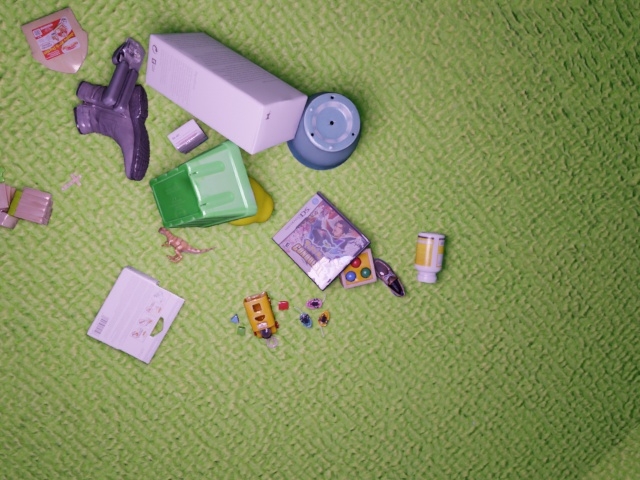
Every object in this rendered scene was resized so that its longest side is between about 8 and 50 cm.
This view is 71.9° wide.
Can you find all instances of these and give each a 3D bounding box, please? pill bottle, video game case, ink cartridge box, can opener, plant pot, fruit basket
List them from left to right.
[{"bbox_3d":[-0.652,-0.540,1.447,0.095,0.076,0.284,-6,63,29],"label":"can opener"},{"bbox_3d":[-0.655,0.265,1.585,0.238,0.060,0.275,30,91,-10],"label":"ink cartridge box"},{"bbox_3d":[-0.446,-0.350,1.486,0.104,0.180,0.060,-35,99,-3],"label":"ink cartridge box"},{"bbox_3d":[-0.322,-0.165,1.476,0.391,0.392,0.283,-17,98,-5],"label":"fruit basket"},{"bbox_3d":[0.000,0.000,1.604,0.248,0.035,0.275,-45,77,-1],"label":"video game case"},{"bbox_3d":[0.020,-0.382,1.506,0.271,0.255,0.272,-1,97,-7],"label":"plant pot"},{"bbox_3d":[0.414,0.063,1.680,0.103,0.103,0.185,5,95,-8],"label":"pill bottle"}]

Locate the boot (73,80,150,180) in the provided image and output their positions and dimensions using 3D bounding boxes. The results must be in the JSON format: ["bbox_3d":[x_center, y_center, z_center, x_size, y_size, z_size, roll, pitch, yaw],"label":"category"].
[{"bbox_3d":[-0.707,-0.365,1.495,0.222,0.118,0.339,-2,84,-4],"label":"boot"}]

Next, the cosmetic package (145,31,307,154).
[{"bbox_3d":[-0.295,-0.471,1.372,0.453,0.230,0.162,35,128,15],"label":"cosmetic package"}]

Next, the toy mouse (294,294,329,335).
[{"bbox_3d":[-0.036,0.272,1.679,0.142,0.031,0.161,15,94,-9],"label":"toy mouse"}]

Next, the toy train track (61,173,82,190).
[{"bbox_3d":[-0.867,-0.201,1.531,0.083,0.014,0.048,-37,99,-2],"label":"toy train track"}]

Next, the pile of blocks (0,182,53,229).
[{"bbox_3d":[-1.079,-0.099,1.475,0.361,0.112,0.149,-8,83,-13],"label":"pile of blocks"}]

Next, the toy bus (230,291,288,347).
[{"bbox_3d":[-0.215,0.293,1.622,0.202,0.104,0.191,27,92,-9],"label":"toy bus"}]

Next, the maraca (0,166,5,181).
[{"bbox_3d":[-1.132,-0.248,1.449,0.127,0.099,0.186,-45,102,-4],"label":"maraca"}]

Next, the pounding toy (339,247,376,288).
[{"bbox_3d":[0.087,0.083,1.644,0.205,0.094,0.181,-13,98,-6],"label":"pounding toy"}]

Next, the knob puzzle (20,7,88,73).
[{"bbox_3d":[-0.867,-0.650,1.476,0.212,0.030,0.214,-1,95,-8],"label":"knob puzzle"}]

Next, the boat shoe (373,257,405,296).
[{"bbox_3d":[0.266,0.142,1.687,0.066,0.066,0.183,-44,99,-1],"label":"boat shoe"}]

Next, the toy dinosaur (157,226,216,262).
[{"bbox_3d":[-0.495,0.026,1.579,0.211,0.064,0.112,29,91,-10],"label":"toy dinosaur"}]
